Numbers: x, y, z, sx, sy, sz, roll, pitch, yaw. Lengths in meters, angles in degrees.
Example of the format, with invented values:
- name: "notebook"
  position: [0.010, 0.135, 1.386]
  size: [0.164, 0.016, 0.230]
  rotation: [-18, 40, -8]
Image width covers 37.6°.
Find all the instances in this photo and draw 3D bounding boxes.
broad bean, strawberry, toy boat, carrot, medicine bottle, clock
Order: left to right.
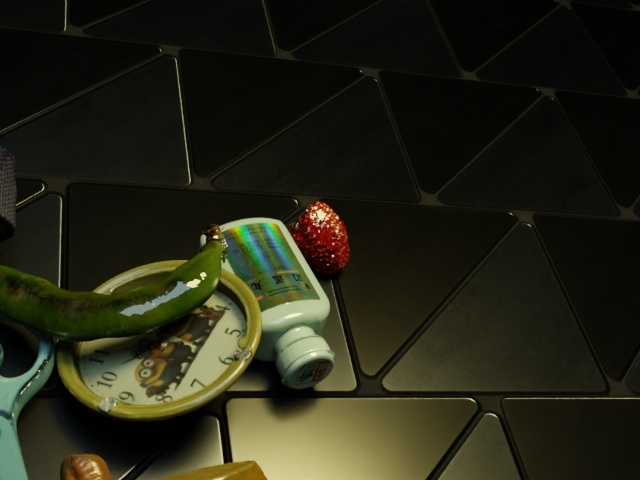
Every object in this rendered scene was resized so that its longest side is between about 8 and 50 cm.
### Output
- name: "carrot"
  position: [-0.205, 0.273, 0.849]
  size: [0.060, 0.060, 0.186]
  rotation: [-5, 48, -25]
- name: "broad bean"
  position: [-0.235, 0.055, 1.056]
  size: [0.292, 0.049, 0.144]
  rotation: [-12, 44, -15]
- name: "clock"
  position: [-0.178, 0.118, 1.065]
  size: [0.237, 0.057, 0.237]
  rotation: [-4, 44, 4]
- name: "toy boat"
  position: [-0.133, 0.279, 0.931]
  size: [0.229, 0.089, 0.088]
  rotation: [-9, 88, -28]
- name: "medicine bottle"
  position: [-0.059, 0.076, 1.157]
  size: [0.121, 0.083, 0.229]
  rotation: [-11, 51, -26]
- name: "strawberry"
  position: [0.000, 0.000, 1.268]
  size: [0.096, 0.083, 0.083]
  rotation: [52, 45, -7]

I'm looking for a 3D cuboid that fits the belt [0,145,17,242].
- name: "belt"
  position: [-0.470, -0.053, 1.090]
  size: [0.230, 0.139, 0.126]
  rotation: [8, 62, -31]

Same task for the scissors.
- name: "scissors"
  position: [-0.325, 0.193, 0.932]
  size: [0.180, 0.032, 0.393]
  rotation: [-14, 41, -25]
